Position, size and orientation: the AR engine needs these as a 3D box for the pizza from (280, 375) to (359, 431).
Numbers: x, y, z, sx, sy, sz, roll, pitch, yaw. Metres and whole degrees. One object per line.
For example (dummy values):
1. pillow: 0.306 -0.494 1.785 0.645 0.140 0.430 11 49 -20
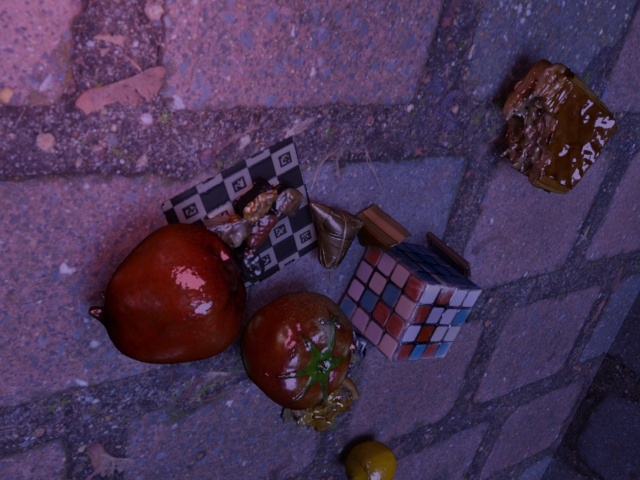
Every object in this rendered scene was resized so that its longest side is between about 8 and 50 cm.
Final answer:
1. pizza: 0.000 0.507 1.978 0.223 0.089 0.323 -55 137 2

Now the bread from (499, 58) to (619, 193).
1. bread: 0.656 -0.329 1.843 0.370 0.191 0.314 21 111 -33

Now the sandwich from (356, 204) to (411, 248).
1. sandwich: 0.172 -0.004 1.688 0.079 0.163 0.113 -33 136 -17

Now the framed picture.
1. framed picture: 0.398 0.114 1.944 0.023 0.189 0.259 -28 135 -15

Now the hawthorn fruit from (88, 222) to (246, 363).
1. hawthorn fruit: -0.295 0.124 1.318 0.311 0.295 0.295 -47 138 5

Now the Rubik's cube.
1. Rubik's cube: 0.252 0.172 1.812 0.256 0.259 0.253 8 115 -42

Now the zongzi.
1. zongzi: 0.000 0.000 1.612 0.178 0.081 0.189 16 109 -40

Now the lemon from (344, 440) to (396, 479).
1. lemon: 0.182 0.812 2.279 0.193 0.180 0.180 16 110 -22

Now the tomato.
1. tomato: -0.067 0.278 1.642 0.304 0.239 0.303 -19 119 -37

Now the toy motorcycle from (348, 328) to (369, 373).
1. toy motorcycle: 0.097 0.329 1.944 0.124 0.061 0.193 -37 136 -17

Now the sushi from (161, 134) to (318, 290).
1. sushi: -0.151 -0.016 1.486 0.343 0.064 0.359 -31 136 -19
